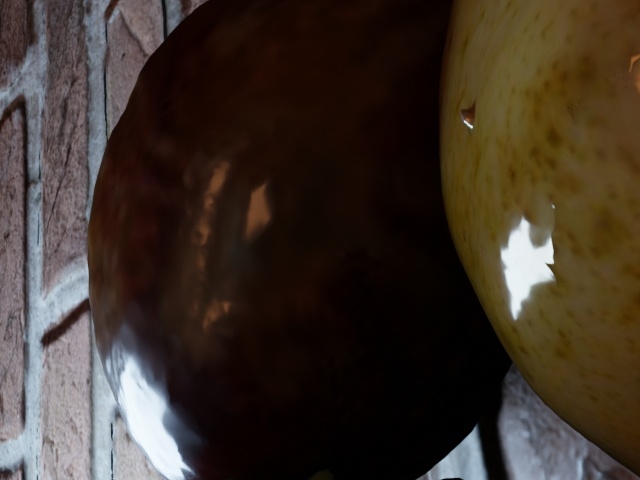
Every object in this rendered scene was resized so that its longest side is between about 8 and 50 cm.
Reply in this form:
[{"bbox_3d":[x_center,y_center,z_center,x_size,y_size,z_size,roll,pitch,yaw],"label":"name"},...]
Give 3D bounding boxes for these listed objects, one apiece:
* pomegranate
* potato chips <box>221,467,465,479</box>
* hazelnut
[{"bbox_3d":[0.246,-0.070,0.414,0.416,0.416,0.417,-15,69,45],"label":"pomegranate"},{"bbox_3d":[0.050,0.197,0.540,0.358,0.429,0.070,0,66,14],"label":"potato chips"},{"bbox_3d":[0.000,0.000,0.689,0.421,0.352,0.421,-62,4,8],"label":"hazelnut"}]
